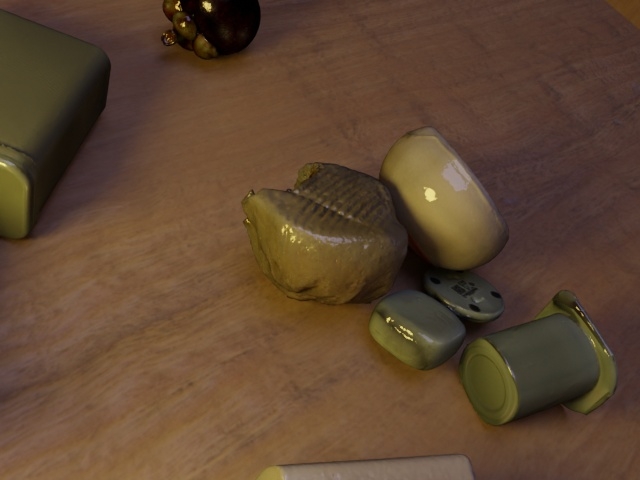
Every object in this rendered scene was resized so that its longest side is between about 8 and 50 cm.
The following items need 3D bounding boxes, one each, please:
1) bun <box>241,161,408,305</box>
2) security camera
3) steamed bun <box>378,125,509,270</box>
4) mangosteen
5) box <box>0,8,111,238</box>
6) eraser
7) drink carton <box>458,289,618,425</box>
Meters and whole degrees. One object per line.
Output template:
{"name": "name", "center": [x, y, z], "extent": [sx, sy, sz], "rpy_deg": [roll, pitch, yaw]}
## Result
{"name": "bun", "center": [0.014, 0.006, 1.176], "extent": [0.281, 0.205, 0.281], "rpy_deg": [8, 39, -6]}
{"name": "security camera", "center": [0.213, 0.130, 1.245], "extent": [0.157, 0.080, 0.301], "rpy_deg": [35, 35, 27]}
{"name": "steamed bun", "center": [0.210, -0.062, 1.296], "extent": [0.283, 0.177, 0.283], "rpy_deg": [51, 9, -11]}
{"name": "mangosteen", "center": [-0.238, -0.471, 1.478], "extent": [0.194, 0.194, 0.230], "rpy_deg": [43, 79, 13]}
{"name": "box", "center": [-0.566, -0.219, 1.128], "extent": [0.352, 0.177, 0.344], "rpy_deg": [20, 45, -7]}
{"name": "eraser", "center": [0.051, 0.347, 0.931], "extent": [0.270, 0.174, 0.095], "rpy_deg": [4, 54, -20]}
{"name": "drink carton", "center": [0.357, 0.213, 1.169], "extent": [0.189, 0.185, 0.191], "rpy_deg": [-10, 60, -26]}
